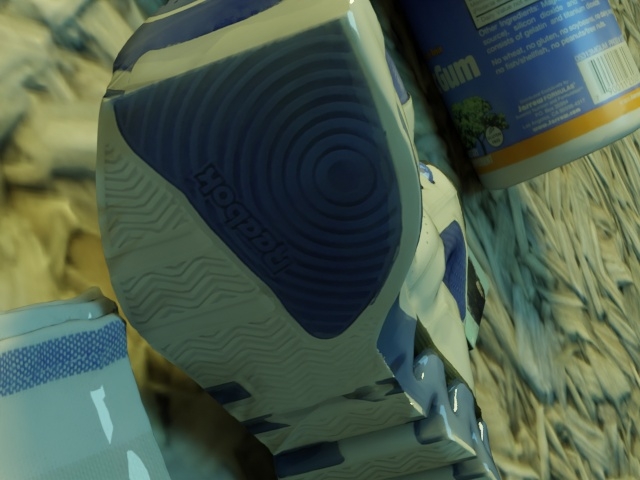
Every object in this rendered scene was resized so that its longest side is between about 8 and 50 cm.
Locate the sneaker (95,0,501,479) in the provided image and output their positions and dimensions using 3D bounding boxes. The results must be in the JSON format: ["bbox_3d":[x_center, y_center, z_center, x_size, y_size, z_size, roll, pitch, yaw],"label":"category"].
[{"bbox_3d":[0.000,0.001,0.536,0.182,0.127,0.315,-92,165,-49],"label":"sneaker"}]

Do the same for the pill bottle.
[{"bbox_3d":[0.145,-0.191,0.914,0.272,0.152,0.152,65,28,-3],"label":"pill bottle"}]

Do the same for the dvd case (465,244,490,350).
[{"bbox_3d":[0.081,0.009,0.800,0.119,0.013,0.087,56,29,-18],"label":"dvd case"}]

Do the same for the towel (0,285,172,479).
[{"bbox_3d":[-0.091,0.160,0.362,0.209,0.034,0.285,-9,78,-61],"label":"towel"}]
